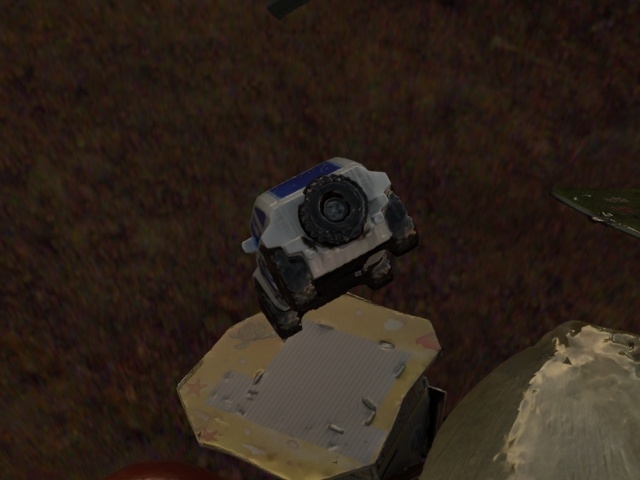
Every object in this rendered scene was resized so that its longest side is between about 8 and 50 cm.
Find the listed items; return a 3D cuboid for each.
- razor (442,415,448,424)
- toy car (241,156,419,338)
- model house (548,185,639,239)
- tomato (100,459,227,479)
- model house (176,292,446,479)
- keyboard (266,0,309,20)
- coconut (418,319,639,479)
[{"bbox_3d":[0.068,0.190,1.651,0.056,0.324,0.093,-13,104,-39],"label":"razor"},{"bbox_3d":[0.000,0.000,0.846,0.080,0.170,0.070,-28,81,-10],"label":"toy car"},{"bbox_3d":[0.169,-0.035,0.493,0.117,0.167,0.088,-2,109,-29],"label":"model house"},{"bbox_3d":[-0.143,0.266,1.439,0.228,0.199,0.112,-3,83,25],"label":"tomato"},{"bbox_3d":[-0.001,0.165,1.391,0.219,0.136,0.207,14,54,29],"label":"model house"},{"bbox_3d":[0.046,-0.104,0.361,0.014,0.176,0.055,39,57,-19],"label":"keyboard"},{"bbox_3d":[0.247,0.244,1.264,0.346,0.346,0.360,-25,106,-11],"label":"coconut"}]
